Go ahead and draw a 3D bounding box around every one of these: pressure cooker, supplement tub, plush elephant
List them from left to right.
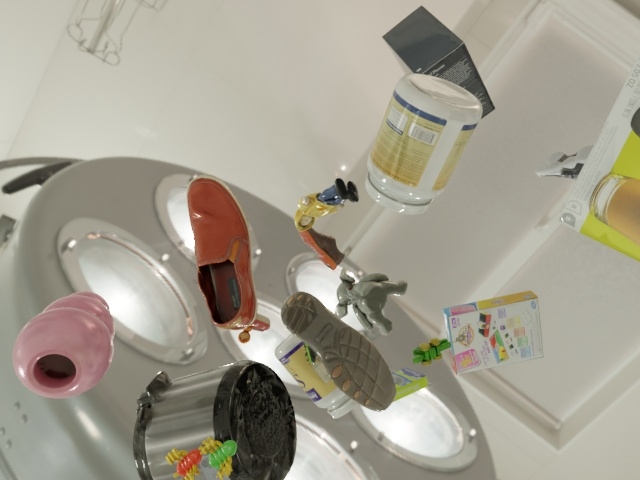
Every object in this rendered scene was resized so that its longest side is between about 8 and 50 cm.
[{"bbox_3d":[-0.327,0.558,1.442,0.375,0.420,0.369,36,-141,-54],"label":"pressure cooker"},{"bbox_3d":[0.016,0.459,1.841,0.331,0.241,0.241,49,-161,4],"label":"supplement tub"},{"bbox_3d":[0.186,0.262,2.298,0.330,0.271,0.255,19,176,-32],"label":"plush elephant"},{"bbox_3d":[0.257,-0.249,1.311,0.228,0.316,0.228,13,-144,-10],"label":"supplement tub"}]

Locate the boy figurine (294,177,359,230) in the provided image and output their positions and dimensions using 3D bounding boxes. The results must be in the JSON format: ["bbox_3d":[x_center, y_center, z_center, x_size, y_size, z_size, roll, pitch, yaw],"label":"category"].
[{"bbox_3d":[-0.006,-0.121,1.734,0.177,0.285,0.092,9,-119,-44],"label":"boy figurine"}]

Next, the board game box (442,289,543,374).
[{"bbox_3d":[0.609,0.325,1.753,0.064,0.317,0.242,-95,-7,-73],"label":"board game box"}]

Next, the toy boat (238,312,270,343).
[{"bbox_3d":[-0.346,0.410,2.339,0.151,0.151,0.231,6,162,29],"label":"toy boat"}]

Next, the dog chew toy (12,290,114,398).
[{"bbox_3d":[-0.599,0.229,1.209,0.207,0.206,0.332,30,-171,-19],"label":"dog chew toy"}]

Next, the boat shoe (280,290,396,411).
[{"bbox_3d":[0.054,0.263,1.225,0.355,0.132,0.130,46,180,21],"label":"boat shoe"}]

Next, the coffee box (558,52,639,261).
[{"bbox_3d":[0.697,-0.124,0.846,0.338,0.337,0.334,-11,-144,-41],"label":"coffee box"}]

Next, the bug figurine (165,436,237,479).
[{"bbox_3d":[-0.222,0.563,1.125,0.279,0.216,0.072,52,-153,14],"label":"bug figurine"}]

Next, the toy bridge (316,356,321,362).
[{"bbox_3d":[0.067,0.366,1.482,0.188,0.063,0.026,21,179,39],"label":"toy bridge"}]

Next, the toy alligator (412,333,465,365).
[{"bbox_3d":[0.321,0.298,1.393,0.190,0.056,0.051,-18,-165,-27],"label":"toy alligator"}]

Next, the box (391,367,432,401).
[{"bbox_3d":[0.257,0.459,1.595,0.178,0.042,0.109,-13,-171,-28],"label":"box"}]

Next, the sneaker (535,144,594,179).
[{"bbox_3d":[0.883,-0.232,1.719,0.153,0.101,0.268,44,160,-16],"label":"sneaker"}]

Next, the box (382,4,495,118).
[{"bbox_3d":[0.414,-0.595,1.754,0.312,0.179,0.343,40,-160,-43],"label":"box"}]

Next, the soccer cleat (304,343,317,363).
[{"bbox_3d":[-0.015,0.303,1.525,0.072,0.060,0.179,-4,-147,0],"label":"soccer cleat"}]

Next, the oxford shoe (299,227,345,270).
[{"bbox_3d":[0.000,0.000,2.114,0.271,0.098,0.097,51,165,-22],"label":"oxford shoe"}]

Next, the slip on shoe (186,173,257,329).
[{"bbox_3d":[-0.205,0.024,1.014,0.101,0.123,0.331,0,-102,-78],"label":"slip on shoe"}]
